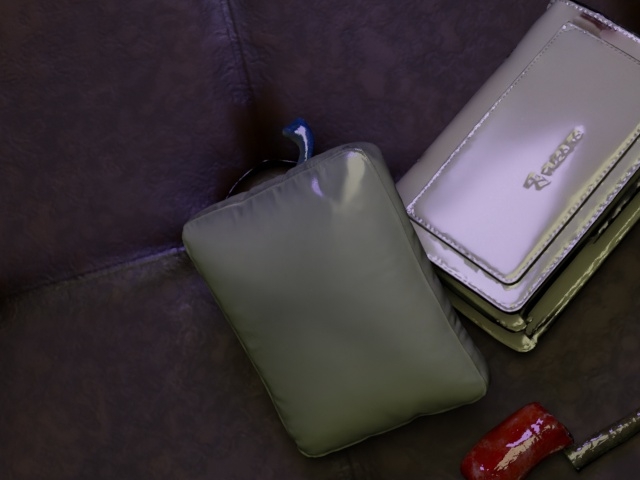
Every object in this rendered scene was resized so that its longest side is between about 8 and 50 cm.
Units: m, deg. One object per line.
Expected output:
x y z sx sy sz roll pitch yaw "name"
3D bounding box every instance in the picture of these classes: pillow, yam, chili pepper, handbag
0.018 0.072 1.893 0.255 0.120 0.322 -24 100 23 "pillow"
0.334 0.214 1.925 0.129 0.027 0.033 -33 73 -4 "yam"
0.217 0.238 1.913 0.123 0.070 0.073 -41 81 -5 "chili pepper"
0.250 -0.081 1.960 0.237 0.160 0.358 38 81 22 "handbag"

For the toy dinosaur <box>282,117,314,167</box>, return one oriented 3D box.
0.000 0.000 2.013 0.248 0.075 0.188 42 81 5 "toy dinosaur"
